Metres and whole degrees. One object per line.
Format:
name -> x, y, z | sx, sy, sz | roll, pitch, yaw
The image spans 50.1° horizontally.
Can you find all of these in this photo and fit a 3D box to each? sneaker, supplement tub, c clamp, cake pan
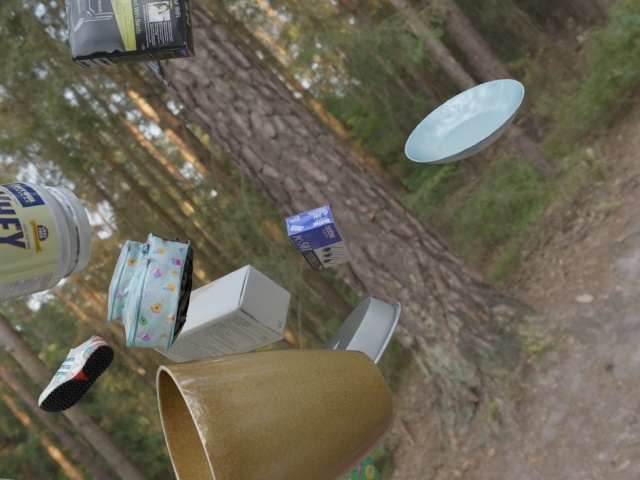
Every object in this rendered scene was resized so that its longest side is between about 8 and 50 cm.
sneaker -> -0.451, 0.242, 1.257 | 0.161, 0.057, 0.075 | -47, 37, -8
supplement tub -> -0.655, 0.007, 1.372 | 0.235, 0.235, 0.325 | -41, -15, 35
c clamp -> -0.392, -0.449, 1.601 | 0.022, 0.160, 0.137 | -25, 30, -17
cake pan -> 0.038, 0.218, 1.211 | 0.293, 0.054, 0.293 | -56, 1, 2

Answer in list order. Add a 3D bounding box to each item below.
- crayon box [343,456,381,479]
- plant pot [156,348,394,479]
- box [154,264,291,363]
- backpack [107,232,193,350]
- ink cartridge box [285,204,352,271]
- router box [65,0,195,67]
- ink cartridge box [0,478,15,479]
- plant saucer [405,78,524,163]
crayon box -> -0.004, 0.531, 1.382 | 0.165, 0.081, 0.278 | -40, -13, 21
plant pot -> -0.044, 0.231, 0.851 | 0.254, 0.237, 0.237 | -15, -9, -24
box -> -0.229, 0.184, 1.563 | 0.311, 0.148, 0.121 | -24, 41, 35
backpack -> -0.297, 0.096, 1.206 | 0.188, 0.144, 0.165 | -105, 29, -48
ink cartridge box -> 0.000, 0.000, 1.489 | 0.097, 0.046, 0.207 | -17, -27, 7
router box -> -0.401, -0.528, 1.418 | 0.243, 0.308, 0.081 | -5, 2, 2
ink cartridge box -> -0.730, 0.483, 1.290 | 0.235, 0.056, 0.171 | -14, -25, 16
plant saucer -> 0.220, -0.167, 1.022 | 0.195, 0.037, 0.195 | -31, 25, 16
